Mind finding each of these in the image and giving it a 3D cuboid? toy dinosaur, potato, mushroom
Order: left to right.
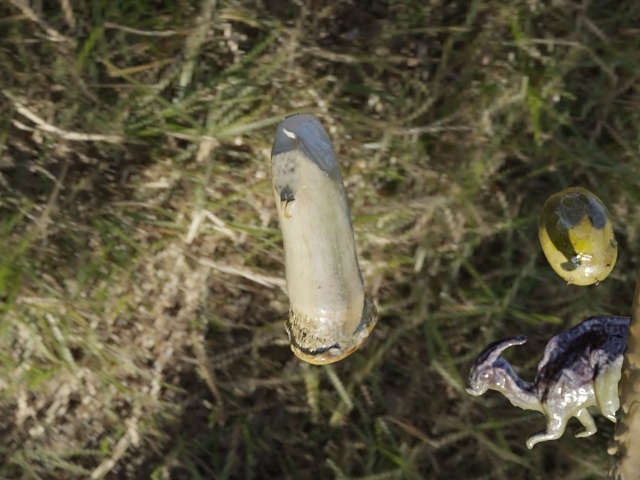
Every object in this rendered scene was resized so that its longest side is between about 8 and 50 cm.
[{"bbox_3d":[0.000,0.000,1.081,0.084,0.071,0.209,-24,122,-26],"label":"mushroom"},{"bbox_3d":[0.319,-0.001,1.645,0.070,0.091,0.138,-68,143,-45],"label":"potato"},{"bbox_3d":[0.320,0.166,1.549,0.294,0.077,0.162,-18,113,10],"label":"toy dinosaur"}]

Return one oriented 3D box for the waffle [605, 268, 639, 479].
[{"bbox_3d":[0.351,0.141,1.020,0.376,0.114,0.261,4,93,-53],"label":"waffle"}]
